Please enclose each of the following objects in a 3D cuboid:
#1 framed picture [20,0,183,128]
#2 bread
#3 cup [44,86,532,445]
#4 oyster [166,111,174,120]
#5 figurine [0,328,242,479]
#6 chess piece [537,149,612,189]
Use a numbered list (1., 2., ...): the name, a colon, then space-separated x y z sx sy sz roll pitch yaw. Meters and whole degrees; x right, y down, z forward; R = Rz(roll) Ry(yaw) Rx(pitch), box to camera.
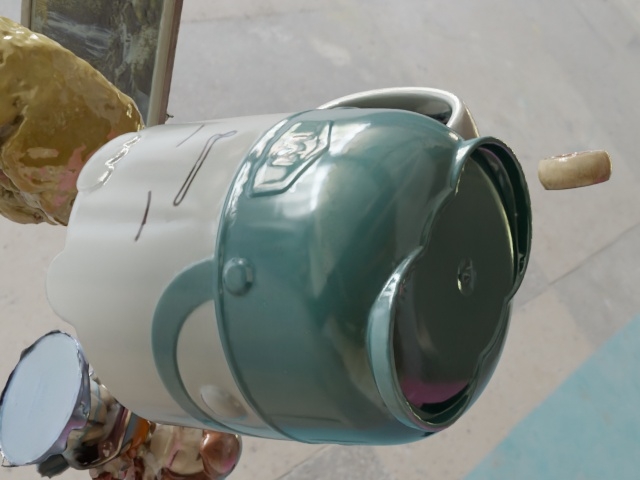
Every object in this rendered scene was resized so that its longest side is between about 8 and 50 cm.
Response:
1. framed picture: -0.290 -0.244 1.294 0.240 0.324 0.020 28 36 17
2. bread: -0.281 -0.098 0.892 0.244 0.244 0.134 31 68 -26
3. cup: 0.000 0.000 0.688 0.290 0.257 0.219 -58 132 -35
4. oyster: -0.337 -0.226 1.787 0.165 0.108 0.053 2 89 -43
5. figurine: -0.278 0.288 1.484 0.388 0.248 0.277 28 70 -42
6. chess piece: 0.290 -0.081 1.154 0.083 0.083 0.038 -14 96 -50
